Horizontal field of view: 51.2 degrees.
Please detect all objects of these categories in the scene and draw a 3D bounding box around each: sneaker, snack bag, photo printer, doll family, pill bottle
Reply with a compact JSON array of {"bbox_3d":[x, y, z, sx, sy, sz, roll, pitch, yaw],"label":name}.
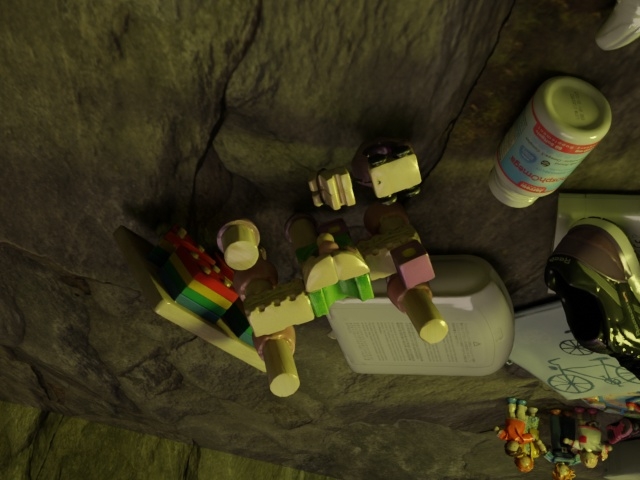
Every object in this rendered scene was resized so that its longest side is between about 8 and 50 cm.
[{"bbox_3d":[0.286,-0.233,0.582,0.061,0.053,0.152,26,143,-6],"label":"sneaker"},{"bbox_3d":[0.738,0.463,1.616,0.057,0.047,0.119,3,152,-7],"label":"sneaker"},{"bbox_3d":[0.487,0.200,1.247,0.343,0.037,0.323,33,147,-22],"label":"snack bag"},{"bbox_3d":[0.176,0.134,1.159,0.308,0.107,0.256,-3,136,21],"label":"photo printer"},{"bbox_3d":[0.547,0.485,1.597,0.263,0.163,0.118,4,149,14],"label":"doll family"},{"bbox_3d":[0.377,0.119,0.857,0.283,0.124,0.107,54,149,-6],"label":"sneaker"},{"bbox_3d":[0.254,-0.106,0.768,0.087,0.087,0.160,14,150,-3],"label":"pill bottle"}]

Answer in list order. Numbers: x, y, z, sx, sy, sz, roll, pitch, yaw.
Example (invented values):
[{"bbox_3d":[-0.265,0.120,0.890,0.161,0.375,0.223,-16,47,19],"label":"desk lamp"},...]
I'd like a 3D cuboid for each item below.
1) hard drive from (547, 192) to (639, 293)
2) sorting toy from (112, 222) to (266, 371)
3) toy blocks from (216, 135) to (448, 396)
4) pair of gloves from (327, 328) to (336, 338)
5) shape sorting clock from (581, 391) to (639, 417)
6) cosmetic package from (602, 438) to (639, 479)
[{"bbox_3d":[0.508,0.018,0.928,0.353,0.047,0.233,3,149,17],"label":"hard drive"},{"bbox_3d":[-0.196,0.073,1.136,0.257,0.089,0.255,39,-177,-41],"label":"sorting toy"},{"bbox_3d":[0.000,0.000,0.960,0.289,0.260,0.309,-19,121,-2],"label":"toy blocks"},{"bbox_3d":[0.142,0.175,1.342,0.240,0.042,0.204,14,150,-4],"label":"pair of gloves"},{"bbox_3d":[0.664,0.343,1.434,0.206,0.040,0.206,9,150,5],"label":"shape sorting clock"},{"bbox_3d":[0.962,0.595,1.699,0.377,0.097,0.284,25,150,-21],"label":"cosmetic package"}]
